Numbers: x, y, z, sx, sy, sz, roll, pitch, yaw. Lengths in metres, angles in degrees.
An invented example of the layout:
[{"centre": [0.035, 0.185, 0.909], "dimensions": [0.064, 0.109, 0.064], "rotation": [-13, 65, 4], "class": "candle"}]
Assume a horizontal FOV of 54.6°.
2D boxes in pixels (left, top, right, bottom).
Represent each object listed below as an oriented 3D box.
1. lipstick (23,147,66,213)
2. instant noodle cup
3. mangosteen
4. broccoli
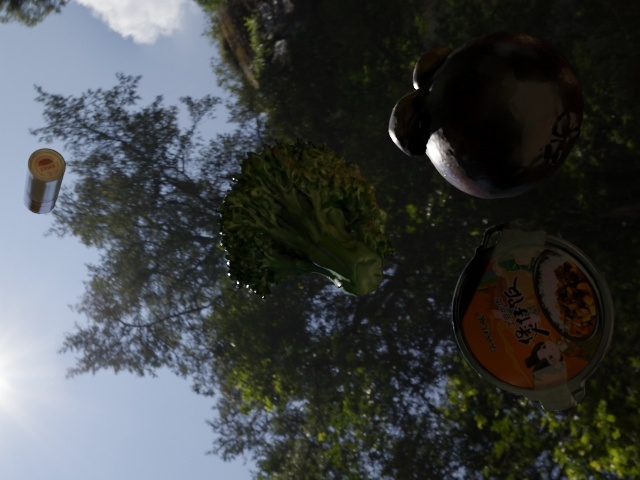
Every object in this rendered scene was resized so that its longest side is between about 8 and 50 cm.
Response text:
[{"centre": [-0.318, -0.065, 0.711], "dimensions": [0.038, 0.131, 0.038], "rotation": [8, -107, -26], "class": "lipstick"}, {"centre": [0.260, 0.084, 0.727], "dimensions": [0.126, 0.178, 0.208], "rotation": [7, -101, -53], "class": "instant noodle cup"}, {"centre": [0.202, -0.149, 0.731], "dimensions": [0.210, 0.210, 0.209], "rotation": [-4, -82, -29], "class": "mangosteen"}, {"centre": [0.000, 0.000, 0.681], "dimensions": [0.220, 0.194, 0.194], "rotation": [11, -89, -42], "class": "broccoli"}]
